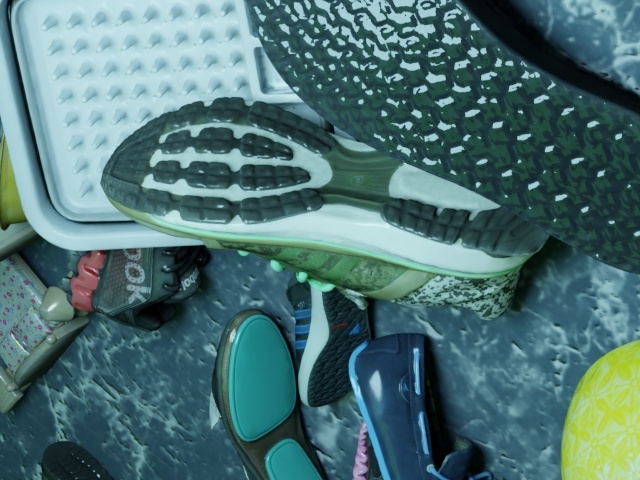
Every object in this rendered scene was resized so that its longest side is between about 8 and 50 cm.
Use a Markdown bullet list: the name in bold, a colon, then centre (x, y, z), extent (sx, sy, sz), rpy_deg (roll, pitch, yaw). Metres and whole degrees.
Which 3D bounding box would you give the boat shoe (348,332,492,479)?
- **boat shoe**: centre (0.107, 0.213, 1.740), extent (0.089, 0.109, 0.258), rpy_deg (-20, 101, 11)

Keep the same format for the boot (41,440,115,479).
- **boot**: centre (-0.264, 0.347, 2.181), extent (0.198, 0.077, 0.137), rpy_deg (48, 143, 27)

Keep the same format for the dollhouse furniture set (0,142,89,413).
- **dollhouse furniture set**: centre (-0.424, 0.028, 2.043), extent (0.303, 0.174, 0.355), rpy_deg (49, 136, 7)

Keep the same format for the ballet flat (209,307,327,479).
- **ballet flat**: centre (-0.066, 0.197, 1.897), extent (0.096, 0.095, 0.280), rpy_deg (10, 122, 51)

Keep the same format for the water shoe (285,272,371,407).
- **water shoe**: centre (0.006, 0.071, 1.786), extent (0.080, 0.073, 0.203), rpy_deg (52, 145, 43)

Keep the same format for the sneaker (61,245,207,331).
- **sneaker**: centre (-0.167, -0.014, 1.851), extent (0.135, 0.097, 0.276), rpy_deg (32, 128, 11)

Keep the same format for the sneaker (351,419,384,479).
- **sneaker**: centre (0.065, 0.206, 1.828), extent (0.057, 0.047, 0.119), rpy_deg (13, 126, 9)

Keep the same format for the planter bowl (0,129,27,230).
- **planter bowl**: centre (-0.260, -0.111, 1.839), extent (0.090, 0.217, 0.217), rpy_deg (8, 127, -3)

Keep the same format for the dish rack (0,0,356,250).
- **dish rack**: centre (-0.131, -0.135, 1.687), extent (0.332, 0.072, 0.286), rpy_deg (-3, 117, 12)

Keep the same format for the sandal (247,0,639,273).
- **sandal**: centre (0.127, -0.127, 1.515), extent (0.445, 0.107, 0.167), rpy_deg (35, 115, 3)

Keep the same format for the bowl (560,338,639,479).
- **bowl**: centre (0.314, 0.231, 1.485), extent (0.289, 0.156, 0.289), rpy_deg (19, 137, 18)

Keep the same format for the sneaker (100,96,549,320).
- **sneaker**: centre (0.000, 0.000, 1.621), extent (0.410, 0.158, 0.182), rpy_deg (11, 138, 13)
